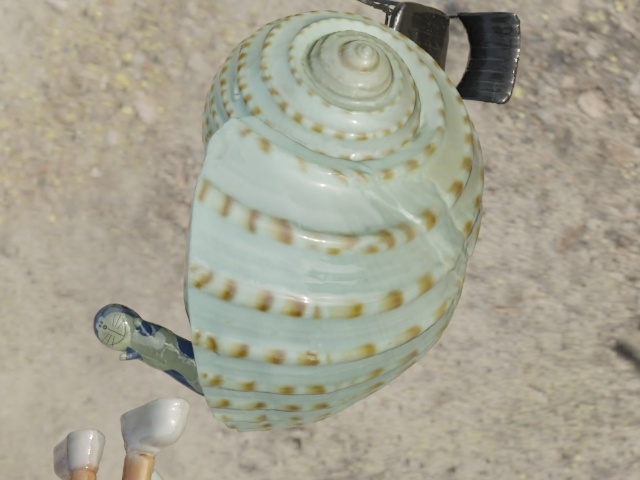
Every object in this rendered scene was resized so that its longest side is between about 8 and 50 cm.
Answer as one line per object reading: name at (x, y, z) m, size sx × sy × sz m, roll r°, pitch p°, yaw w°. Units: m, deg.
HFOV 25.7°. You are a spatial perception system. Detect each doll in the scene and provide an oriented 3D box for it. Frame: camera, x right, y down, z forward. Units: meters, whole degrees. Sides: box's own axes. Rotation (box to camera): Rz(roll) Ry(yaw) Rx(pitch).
doll at (-0.148, 0.210, 0.857) m, size 0.183 × 0.085 × 0.217 m, roll -24°, pitch 41°, yaw 46°
doll at (-0.119, 0.087, 1.085) m, size 0.125 × 0.027 × 0.037 m, roll 28°, pitch 102°, yaw -1°

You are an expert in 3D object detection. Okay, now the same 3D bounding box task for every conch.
conch at (0.015, -0.002, 1.067) m, size 0.215 × 0.319 × 0.303 m, roll 2°, pitch 46°, yaw 15°

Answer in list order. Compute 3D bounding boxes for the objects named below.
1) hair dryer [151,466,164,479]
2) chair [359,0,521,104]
hair dryer at (-0.155, 0.295, 1.548) m, size 0.082 × 0.047 × 0.137 m, roll -33°, pitch 108°, yaw 3°
chair at (0.137, -0.252, 1.863) m, size 0.221 × 0.145 × 0.140 m, roll 9°, pitch 93°, yaw 39°
